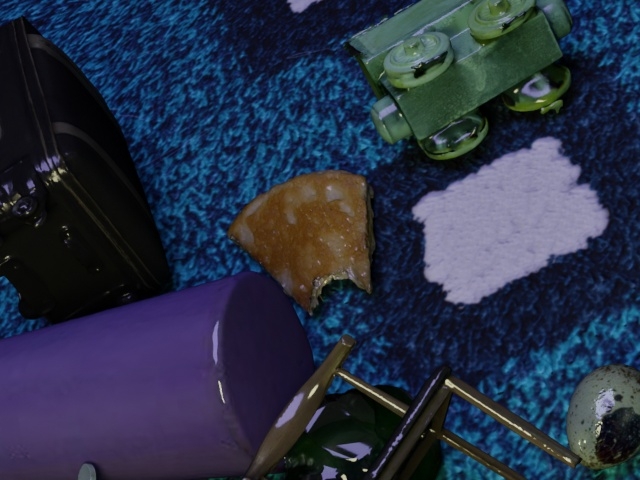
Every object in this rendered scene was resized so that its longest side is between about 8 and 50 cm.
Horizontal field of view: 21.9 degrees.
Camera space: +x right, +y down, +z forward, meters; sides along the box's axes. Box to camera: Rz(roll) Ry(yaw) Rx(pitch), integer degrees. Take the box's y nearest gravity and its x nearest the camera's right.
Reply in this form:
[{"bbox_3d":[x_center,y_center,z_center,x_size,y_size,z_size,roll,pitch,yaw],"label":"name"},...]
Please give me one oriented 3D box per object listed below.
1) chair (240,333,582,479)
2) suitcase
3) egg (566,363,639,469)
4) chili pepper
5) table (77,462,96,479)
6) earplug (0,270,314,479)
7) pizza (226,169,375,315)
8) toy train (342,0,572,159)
[{"bbox_3d":[0.074,0.212,1.524,0.272,0.166,0.188,31,69,11],"label":"chair"},{"bbox_3d":[-0.344,-0.083,2.072,0.194,0.283,0.434,-31,40,4],"label":"suitcase"},{"bbox_3d":[0.281,0.171,1.599,0.085,0.085,0.110,13,56,38],"label":"egg"},{"bbox_3d":[0.022,0.244,1.653,0.148,0.116,0.264,18,60,38],"label":"chili pepper"},{"bbox_3d":[-0.236,0.342,1.687,0.166,0.166,0.198,-33,33,-3],"label":"table"},{"bbox_3d":[-0.246,0.175,1.821,0.456,0.215,0.215,-11,44,25],"label":"earplug"},{"bbox_3d":[0.000,0.000,1.972,0.181,0.034,0.262,-33,40,-3],"label":"pizza"},{"bbox_3d":[0.173,-0.221,2.009,0.272,0.159,0.188,-31,31,-1],"label":"toy train"}]
